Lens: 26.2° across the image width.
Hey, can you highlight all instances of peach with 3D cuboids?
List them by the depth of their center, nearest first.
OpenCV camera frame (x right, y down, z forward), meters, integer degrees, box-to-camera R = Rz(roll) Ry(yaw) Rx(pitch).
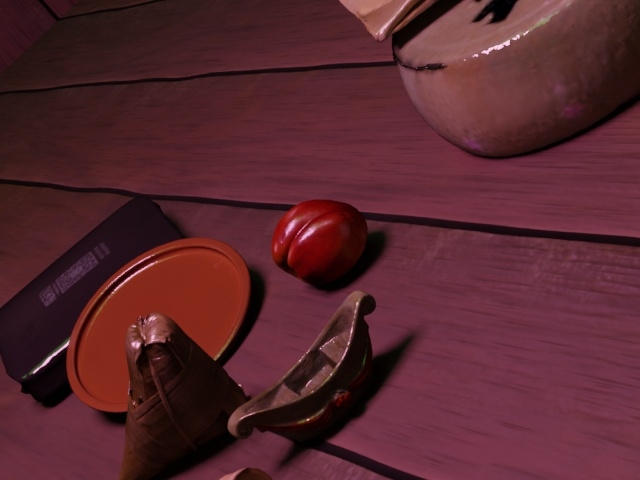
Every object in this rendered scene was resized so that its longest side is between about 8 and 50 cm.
[{"bbox_3d":[0.000,-0.002,1.504,0.100,0.101,0.101,-31,25,17],"label":"peach"}]

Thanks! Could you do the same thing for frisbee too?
[{"bbox_3d":[-0.189,0.098,1.609,0.251,0.021,0.251,-20,42,19],"label":"frisbee"}]

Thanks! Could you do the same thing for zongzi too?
[{"bbox_3d":[-0.180,0.165,1.385,0.176,0.160,0.078,-32,30,12],"label":"zongzi"}]

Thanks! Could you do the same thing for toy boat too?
[{"bbox_3d":[-0.004,0.132,1.302,0.185,0.071,0.089,-45,25,-11],"label":"toy boat"}]

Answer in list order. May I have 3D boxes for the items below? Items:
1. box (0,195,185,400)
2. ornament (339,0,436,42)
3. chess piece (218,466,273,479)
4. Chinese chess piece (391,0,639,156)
[{"bbox_3d":[-0.303,0.069,1.830,0.289,0.073,0.290,-41,24,-5],"label":"box"},{"bbox_3d":[0.098,-0.287,1.556,0.201,0.059,0.180,-17,37,44],"label":"ornament"},{"bbox_3d":[-0.098,0.249,1.243,0.122,0.066,0.066,-24,28,36],"label":"chess piece"},{"bbox_3d":[0.246,-0.249,1.523,0.349,0.146,0.349,-32,26,17],"label":"Chinese chess piece"}]
